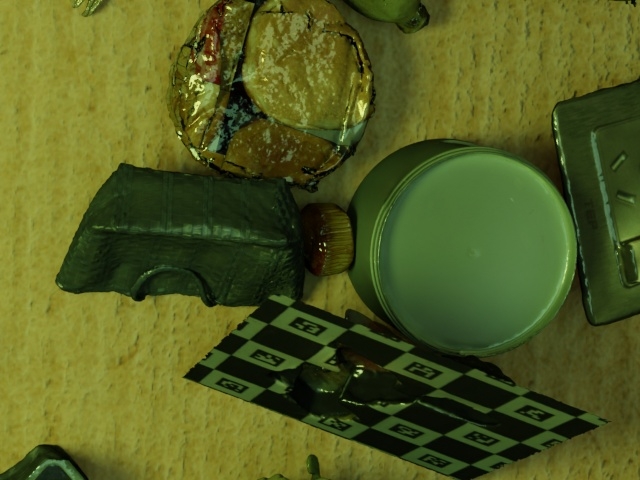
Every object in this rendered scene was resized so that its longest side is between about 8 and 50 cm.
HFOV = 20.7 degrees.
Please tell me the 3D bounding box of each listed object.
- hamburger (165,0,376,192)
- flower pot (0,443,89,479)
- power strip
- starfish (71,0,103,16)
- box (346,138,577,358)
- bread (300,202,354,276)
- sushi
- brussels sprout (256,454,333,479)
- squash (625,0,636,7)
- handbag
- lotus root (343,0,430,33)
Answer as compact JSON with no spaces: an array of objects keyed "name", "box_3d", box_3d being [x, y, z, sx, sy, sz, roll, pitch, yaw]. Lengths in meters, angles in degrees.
[{"name":"hamburger","box_3d":[-0.051,-0.162,1.850,0.231,0.107,0.231,-1,94,-15]},{"name":"flower pot","box_3d":[-0.347,0.302,1.845,0.229,0.108,0.103,-28,101,-8]},{"name":"power strip","box_3d":[0.363,-0.054,1.948,0.257,0.092,0.251,-16,94,-29]},{"name":"starfish","box_3d":[-0.211,-0.308,1.829,0.133,0.041,0.130,-19,107,-11]},{"name":"box","box_3d":[0.150,0.007,1.887,0.226,0.149,0.226,-2,98,-12]},{"name":"bread","box_3d":[0.000,0.000,1.890,0.053,0.085,0.085,-7,98,-18]},{"name":"sushi","box_3d":[0.071,0.137,1.819,0.359,0.343,0.064,22,66,-12]},{"name":"brussels sprout","box_3d":[0.035,0.420,1.852,0.371,0.276,0.315,37,85,-13]},{"name":"squash","box_3d":[0.224,-0.354,1.839,0.260,0.189,0.189,7,96,-17]},{"name":"handbag","box_3d":[-0.135,0.009,1.836,0.270,0.175,0.088,5,52,-12]},{"name":"lotus root","box_3d":[0.049,-0.290,1.860,0.183,0.090,0.077,48,59,-15]}]
